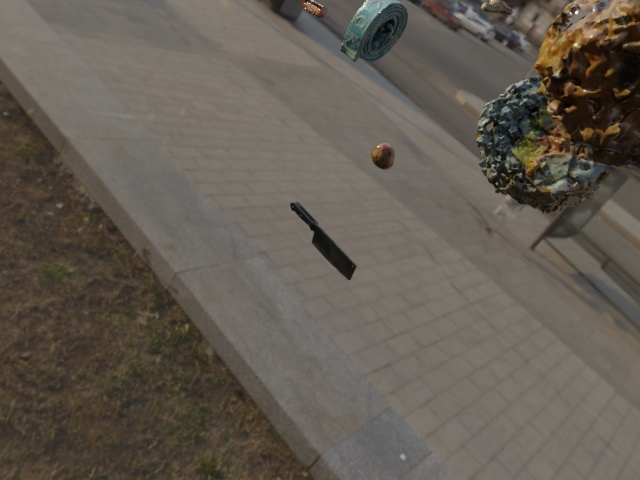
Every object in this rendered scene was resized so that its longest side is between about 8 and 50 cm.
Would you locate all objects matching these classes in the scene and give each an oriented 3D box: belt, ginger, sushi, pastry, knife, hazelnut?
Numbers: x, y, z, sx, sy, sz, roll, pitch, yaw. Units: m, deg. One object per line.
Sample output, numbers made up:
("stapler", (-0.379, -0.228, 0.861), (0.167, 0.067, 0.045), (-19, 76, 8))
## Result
("belt", (0.147, -0.539, 1.553), (0.147, 0.163, 0.082), (-13, 50, -39))
("ginger", (0.421, -0.562, 1.456), (0.097, 0.030, 0.048), (-4, 43, -28))
("sushi", (0.643, -0.273, 1.735), (0.417, 0.417, 0.176), (43, -1, 17))
("pastry", (0.486, -0.233, 0.849), (0.405, 0.292, 0.337), (20, 33, 40))
("knife", (0.000, 0.000, 1.497), (0.019, 0.072, 0.245), (-24, 61, -34))
("hazelnut", (0.203, -0.272, 1.956), (0.086, 0.086, 0.086), (25, 29, -15))

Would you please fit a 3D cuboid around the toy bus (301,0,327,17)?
("toy bus", (-0.020, -0.775, 2.028), (0.031, 0.043, 0.110), (9, 28, -46))
